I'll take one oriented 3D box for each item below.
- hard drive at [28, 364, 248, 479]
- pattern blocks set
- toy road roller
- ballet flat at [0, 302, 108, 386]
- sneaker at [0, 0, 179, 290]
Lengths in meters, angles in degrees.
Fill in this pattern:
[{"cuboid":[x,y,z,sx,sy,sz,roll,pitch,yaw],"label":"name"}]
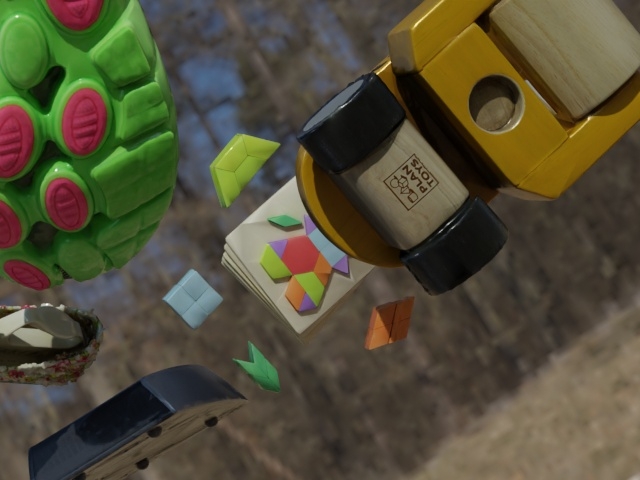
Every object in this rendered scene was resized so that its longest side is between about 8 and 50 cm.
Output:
[{"cuboid":[-0.171,0.176,1.838,0.172,0.054,0.255,-32,-9,9],"label":"hard drive"},{"cuboid":[0.000,0.000,2.054,0.325,0.285,0.026,-57,22,-9],"label":"pattern blocks set"},{"cuboid":[0.123,-0.118,1.830,0.329,0.202,0.240,-42,10,-7],"label":"toy road roller"},{"cuboid":[-0.281,0.078,1.662,0.241,0.091,0.077,1,-30,-49],"label":"ballet flat"},{"cuboid":[-0.215,-0.181,1.532,0.185,0.202,0.483,-6,-60,-6],"label":"sneaker"}]
